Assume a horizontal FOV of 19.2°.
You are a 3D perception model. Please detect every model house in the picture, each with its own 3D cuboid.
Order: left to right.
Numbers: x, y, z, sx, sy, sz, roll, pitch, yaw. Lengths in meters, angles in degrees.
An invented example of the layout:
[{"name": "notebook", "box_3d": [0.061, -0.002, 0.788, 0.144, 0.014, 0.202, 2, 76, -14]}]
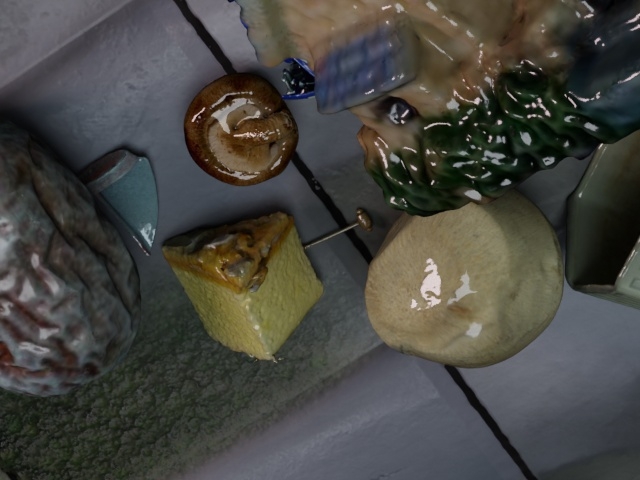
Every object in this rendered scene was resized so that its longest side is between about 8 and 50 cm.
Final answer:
[{"name": "model house", "box_3d": [0.125, -0.308, 1.624, 0.400, 0.395, 0.445, 38, 147, -24]}]

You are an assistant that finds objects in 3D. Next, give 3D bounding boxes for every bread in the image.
[{"name": "bread", "box_3d": [-0.088, 0.042, 2.073, 0.152, 0.127, 0.147, 5, 131, 37]}]

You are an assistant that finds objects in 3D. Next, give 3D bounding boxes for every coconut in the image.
[{"name": "coconut", "box_3d": [0.156, 0.039, 2.031, 0.224, 0.224, 0.224, -2, 119, -4]}]

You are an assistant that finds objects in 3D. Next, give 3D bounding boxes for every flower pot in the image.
[{"name": "flower pot", "box_3d": [0.390, -0.021, 2.001, 0.189, 0.239, 0.209, 17, 85, -16]}]

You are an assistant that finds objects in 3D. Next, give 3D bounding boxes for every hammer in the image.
[{"name": "hammer", "box_3d": [0.000, 0.000, 2.089, 0.123, 0.014, 0.029, -25, 97, 11]}]

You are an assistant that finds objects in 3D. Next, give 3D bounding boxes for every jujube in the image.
[{"name": "jujube", "box_3d": [-0.324, 0.023, 1.965, 0.226, 0.226, 0.317, -27, 124, 10]}]

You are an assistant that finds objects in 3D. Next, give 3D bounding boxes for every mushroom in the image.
[{"name": "mushroom", "box_3d": [-0.085, -0.115, 1.975, 0.127, 0.087, 0.127, -3, 116, -6]}]

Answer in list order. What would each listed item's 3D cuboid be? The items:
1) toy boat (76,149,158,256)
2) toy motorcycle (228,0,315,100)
[{"name": "toy boat", "box_3d": [-0.204, -0.040, 2.044, 0.096, 0.034, 0.122, -32, 126, 13]}, {"name": "toy motorcycle", "box_3d": [-0.038, -0.243, 1.899, 0.315, 0.113, 0.169, 38, 119, -13]}]
